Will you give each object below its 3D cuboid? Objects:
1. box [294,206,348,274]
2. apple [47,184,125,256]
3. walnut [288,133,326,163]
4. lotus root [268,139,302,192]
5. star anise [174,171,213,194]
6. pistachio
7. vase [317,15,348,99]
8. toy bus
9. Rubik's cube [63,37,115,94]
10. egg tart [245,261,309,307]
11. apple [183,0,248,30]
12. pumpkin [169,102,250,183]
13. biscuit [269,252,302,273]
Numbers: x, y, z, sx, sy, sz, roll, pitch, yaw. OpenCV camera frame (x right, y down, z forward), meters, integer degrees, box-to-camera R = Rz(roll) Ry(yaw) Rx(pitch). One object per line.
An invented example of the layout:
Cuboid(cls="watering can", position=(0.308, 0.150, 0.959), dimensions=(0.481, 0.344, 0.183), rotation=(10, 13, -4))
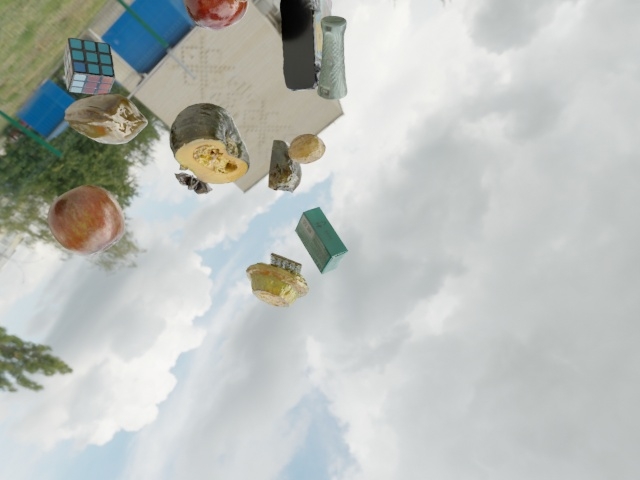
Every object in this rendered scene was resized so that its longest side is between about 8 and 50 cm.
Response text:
Cuboid(cls="box", position=(0.000, 0.000, 1.955), dimensions=(0.092, 0.245, 0.153), rotation=(-21, 158, -31))
Cuboid(cls="apple", position=(-0.637, -0.051, 1.259), dimensions=(0.188, 0.174, 0.188), rotation=(-33, -174, 4))
Cuboid(cls="walnut", position=(-0.068, -0.424, 2.130), dimensions=(0.180, 0.144, 0.144), rotation=(-5, -132, 21))
Cuboid(cls="lotus root", position=(-0.192, -0.415, 2.494), dimensions=(0.142, 0.210, 0.314), rotation=(114, -28, -48))
Cuboid(cls="star anise", position=(-0.648, -0.290, 2.362), dimensions=(0.197, 0.212, 0.073), rotation=(31, -84, 16))
Cuboid(cls="pistachio", position=(-0.704, -0.401, 1.502), dimensions=(0.261, 0.213, 0.162), rotation=(17, -80, 30))
Cuboid(cls="vase", position=(0.037, -0.538, 1.353), dimensions=(0.096, 0.219, 0.096), rotation=(0, -136, 0))
Cuboid(cls="toy bus", position=(-0.046, -0.786, 1.786), dimensions=(0.171, 0.386, 0.162), rotation=(8, -160, 33))
Cuboid(cls="Rubik's cube", position=(-0.955, -0.712, 1.892), dimensions=(0.163, 0.161, 0.162), rotation=(-20, -101, 53))
Cuboid(cls="egg tart", position=(-0.186, 0.189, 1.857), dimensions=(0.288, 0.288, 0.118), rotation=(-7, -124, 46))
Cuboid(cls="apple", position=(-0.373, -0.863, 1.627), dimensions=(0.201, 0.218, 0.218), rotation=(-4, -130, 27))
Cuboid(cls="pumpkin", position=(-0.400, -0.341, 1.582), dimensions=(0.242, 0.325, 0.232), rotation=(-22, -111, 8))
Cuboid(cls="biscuit", position=(-0.144, 0.103, 1.872), dimensions=(0.231, 0.139, 0.016), rotation=(108, 4, -73))
